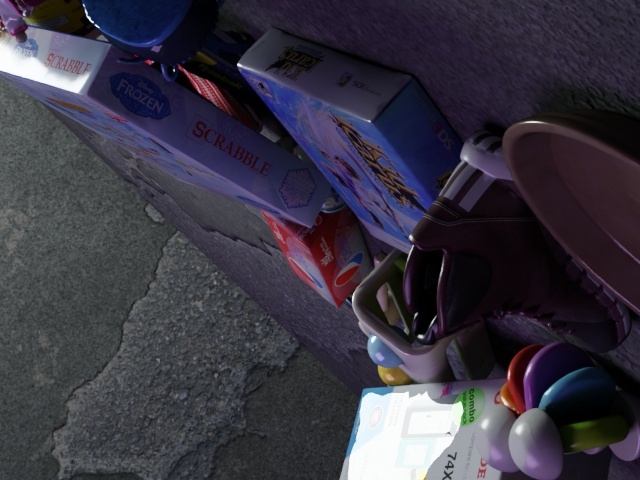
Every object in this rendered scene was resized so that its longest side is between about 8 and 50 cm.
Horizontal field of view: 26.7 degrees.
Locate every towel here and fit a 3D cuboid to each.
[{"bbox_3d":[-0.200,-0.242,1.705,0.275,0.031,0.199,34,168,41],"label":"towel"}]

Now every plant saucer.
[{"bbox_3d":[0.246,0.001,0.950,0.278,0.041,0.278,40,170,8],"label":"plant saucer"}]

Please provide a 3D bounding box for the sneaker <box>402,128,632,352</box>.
[{"bbox_3d":[0.152,0.046,1.154,0.106,0.162,0.281,31,165,50],"label":"sneaker"}]

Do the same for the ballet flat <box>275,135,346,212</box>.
[{"bbox_3d":[-0.026,-0.092,1.617,0.188,0.070,0.070,28,163,50],"label":"ballet flat"}]

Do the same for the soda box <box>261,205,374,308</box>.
[{"bbox_3d":[0.000,0.000,1.817,0.092,0.083,0.263,39,171,20],"label":"soda box"}]

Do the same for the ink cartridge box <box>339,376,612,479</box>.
[{"bbox_3d":[0.187,0.300,1.667,0.197,0.198,0.270,33,150,-34],"label":"ink cartridge box"}]

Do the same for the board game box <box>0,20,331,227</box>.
[{"bbox_3d":[-0.193,-0.136,1.536,0.318,0.066,0.318,30,174,-37],"label":"board game box"}]

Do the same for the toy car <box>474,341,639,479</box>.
[{"bbox_3d":[0.257,0.176,1.451,0.182,0.159,0.136,170,91,-71],"label":"toy car"}]

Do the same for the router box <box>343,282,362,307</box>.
[{"bbox_3d":[0.018,0.056,2.132,0.092,0.038,0.122,47,169,-25],"label":"router box"}]

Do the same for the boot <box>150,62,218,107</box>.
[{"bbox_3d":[-0.176,-0.177,1.700,0.121,0.045,0.099,39,173,-15],"label":"boot"}]

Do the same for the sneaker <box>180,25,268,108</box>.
[{"bbox_3d":[-0.086,-0.189,1.432,0.144,0.059,0.053,30,147,-34],"label":"sneaker"}]

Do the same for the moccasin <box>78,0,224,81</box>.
[{"bbox_3d":[-0.161,-0.247,1.313,0.117,0.138,0.342,44,-174,-36],"label":"moccasin"}]

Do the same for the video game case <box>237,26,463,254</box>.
[{"bbox_3d":[0.067,-0.071,1.295,0.269,0.061,0.244,49,167,-35],"label":"video game case"}]

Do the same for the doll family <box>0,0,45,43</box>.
[{"bbox_3d":[-0.350,-0.337,1.380,0.263,0.118,0.163,54,155,-20],"label":"doll family"}]

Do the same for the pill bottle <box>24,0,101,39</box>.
[{"bbox_3d":[-0.330,-0.330,1.564,0.119,0.119,0.208,33,167,45],"label":"pill bottle"}]

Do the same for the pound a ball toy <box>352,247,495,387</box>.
[{"bbox_3d":[0.103,0.119,1.775,0.208,0.136,0.319,38,169,23],"label":"pound a ball toy"}]
